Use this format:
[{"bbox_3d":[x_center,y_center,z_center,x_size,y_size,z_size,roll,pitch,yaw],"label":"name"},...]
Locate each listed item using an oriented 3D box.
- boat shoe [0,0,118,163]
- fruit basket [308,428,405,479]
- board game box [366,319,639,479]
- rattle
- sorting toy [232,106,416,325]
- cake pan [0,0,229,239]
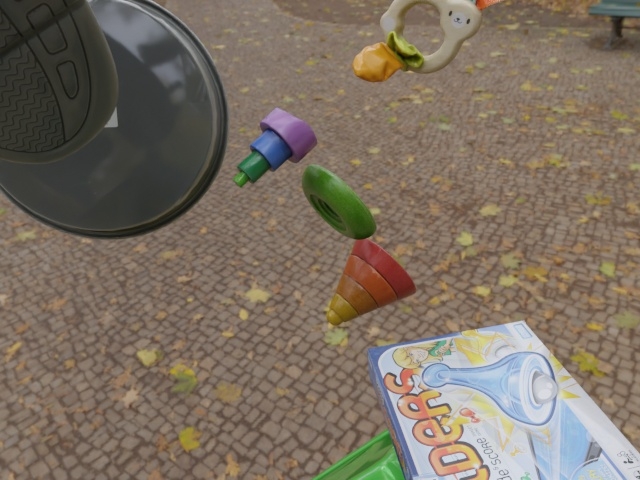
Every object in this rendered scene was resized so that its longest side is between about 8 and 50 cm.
[{"bbox_3d":[-0.220,-0.160,0.230,0.118,0.320,0.103,-42,46,3],"label":"boat shoe"},{"bbox_3d":[0.103,0.401,0.531,0.392,0.391,0.283,16,16,29],"label":"fruit basket"},{"bbox_3d":[0.118,0.132,0.363,0.136,0.035,0.201,-10,25,-5],"label":"board game box"},{"bbox_3d":[0.154,-0.304,0.749,0.200,0.130,0.143,-7,5,43],"label":"rattle"},{"bbox_3d":[0.000,0.000,0.730,0.126,0.365,0.127,-45,39,-11],"label":"sorting toy"},{"bbox_3d":[-0.251,-0.140,0.615,0.293,0.293,0.054,-11,12,-10],"label":"cake pan"}]
